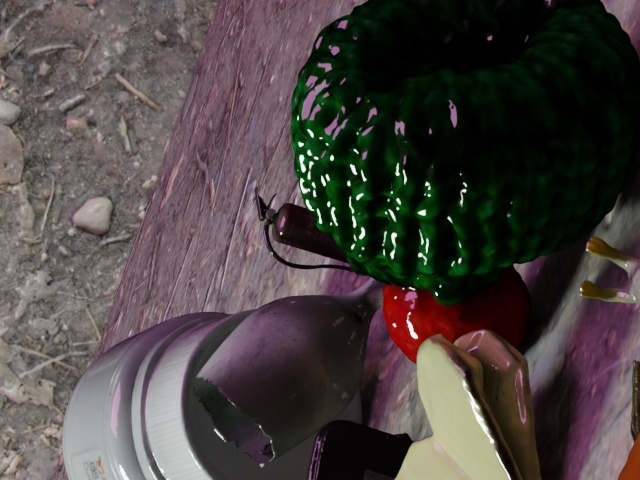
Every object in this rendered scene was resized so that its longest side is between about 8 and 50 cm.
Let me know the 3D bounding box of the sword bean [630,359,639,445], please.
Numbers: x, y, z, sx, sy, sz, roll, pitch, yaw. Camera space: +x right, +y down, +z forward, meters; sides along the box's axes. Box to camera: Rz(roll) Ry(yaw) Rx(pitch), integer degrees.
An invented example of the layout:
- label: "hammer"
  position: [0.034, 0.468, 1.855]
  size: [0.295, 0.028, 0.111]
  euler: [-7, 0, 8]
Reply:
- label: "sword bean"
  position: [0.220, 0.120, 1.347]
  size: [0.012, 0.012, 0.083]
  euler: [127, 156, -50]

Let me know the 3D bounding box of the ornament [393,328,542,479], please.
- label: "ornament"
  position: [0.122, 0.184, 1.488]
  size: [0.180, 0.059, 0.201]
  euler: [46, 136, 45]

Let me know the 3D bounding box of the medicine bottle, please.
- label: "medicine bottle"
  position: [-0.113, 0.194, 2.014]
  size: [0.306, 0.245, 0.245]
  euler: [-27, 46, 60]

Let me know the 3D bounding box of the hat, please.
- label: "hat"
  position: [0.113, -0.038, 1.550]
  size: [0.242, 0.274, 0.332]
  euler: [-106, 11, -48]

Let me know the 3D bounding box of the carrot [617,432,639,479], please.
- label: "carrot"
  position: [0.243, 0.142, 1.066]
  size: [0.258, 0.100, 0.307]
  euler: [-56, 18, 36]

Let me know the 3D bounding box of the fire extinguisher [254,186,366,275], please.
- label: "fire extinguisher"
  position: [0.000, 0.000, 2.013]
  size: [0.045, 0.157, 0.078]
  euler: [130, 154, -56]

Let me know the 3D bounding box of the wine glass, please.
- label: "wine glass"
  position: [0.002, 0.090, 1.771]
  size: [0.241, 0.126, 0.126]
  euler: [-41, 5, -20]

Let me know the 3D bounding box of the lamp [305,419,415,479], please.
- label: "lamp"
  position: [-0.038, 0.257, 1.746]
  size: [0.283, 0.203, 0.124]
  euler: [128, 156, -49]

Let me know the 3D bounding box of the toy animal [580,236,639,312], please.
- label: "toy animal"
  position: [0.213, 0.033, 1.238]
  size: [0.095, 0.155, 0.219]
  euler: [13, 91, 38]
